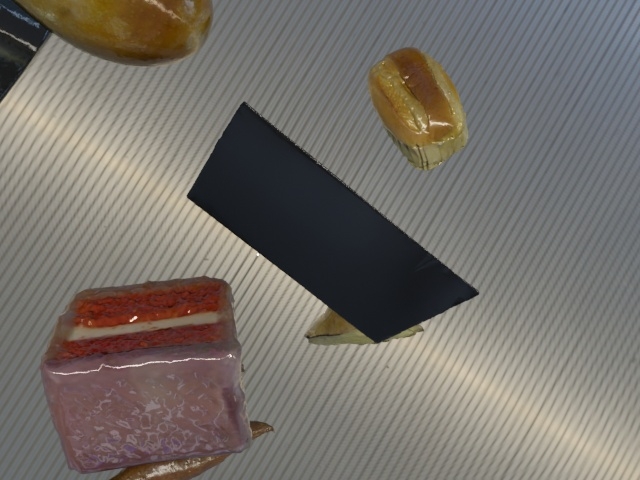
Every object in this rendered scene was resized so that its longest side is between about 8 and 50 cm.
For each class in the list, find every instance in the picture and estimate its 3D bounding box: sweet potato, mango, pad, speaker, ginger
[{"bbox_3d":[-0.226,0.382,1.051,0.315,0.066,0.072,-10,109,-28],"label":"sweet potato"},{"bbox_3d":[-0.267,-0.296,0.671,0.316,0.192,0.146,22,121,5],"label":"mango"},{"bbox_3d":[0.000,0.000,0.659,0.300,0.202,0.005,38,54,-8],"label":"pad"},{"bbox_3d":[-0.639,-0.282,1.090,0.388,0.180,0.184,-40,53,25],"label":"speaker"},{"bbox_3d":[0.042,0.106,0.924,0.193,0.115,0.122,-21,77,38],"label":"ginger"}]

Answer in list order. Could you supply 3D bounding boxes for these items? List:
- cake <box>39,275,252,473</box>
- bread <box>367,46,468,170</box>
[{"bbox_3d":[-0.276,0.217,0.999,0.309,0.237,0.230,-3,117,-9],"label":"cake"},{"bbox_3d":[0.168,-0.242,1.063,0.140,0.106,0.236,-27,53,6],"label":"bread"}]
